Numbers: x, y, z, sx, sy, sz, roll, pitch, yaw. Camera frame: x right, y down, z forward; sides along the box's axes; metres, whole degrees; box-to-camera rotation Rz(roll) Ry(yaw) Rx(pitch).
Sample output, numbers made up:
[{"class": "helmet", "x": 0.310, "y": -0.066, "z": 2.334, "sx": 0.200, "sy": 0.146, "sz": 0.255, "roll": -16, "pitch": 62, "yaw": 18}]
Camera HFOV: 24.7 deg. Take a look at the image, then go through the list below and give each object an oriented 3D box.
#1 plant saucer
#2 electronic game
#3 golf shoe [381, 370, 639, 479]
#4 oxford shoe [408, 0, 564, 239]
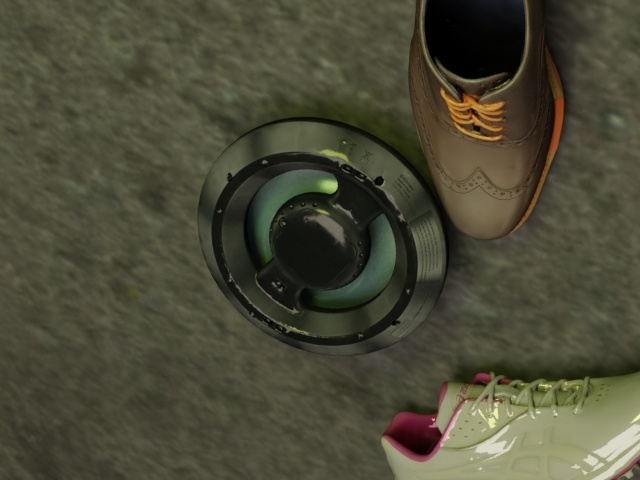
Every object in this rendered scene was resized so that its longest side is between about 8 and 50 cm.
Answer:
[{"class": "plant saucer", "x": 0.000, "y": 0.001, "z": 1.327, "sx": 0.195, "sy": 0.037, "sz": 0.195, "roll": 9, "pitch": 119, "yaw": 16}, {"class": "electronic game", "x": 0.000, "y": 0.000, "z": 1.274, "sx": 0.229, "sy": 0.048, "sz": 0.229, "roll": 9, "pitch": 119, "yaw": 17}, {"class": "golf shoe", "x": 0.183, "y": 0.171, "z": 1.309, "sx": 0.306, "sy": 0.115, "sz": 0.140, "roll": -32, "pitch": 99, "yaw": 30}, {"class": "oxford shoe", "x": 0.117, "y": -0.127, "z": 1.138, "sx": 0.130, "sy": 0.132, "sz": 0.363, "roll": 6, "pitch": 131, "yaw": 16}]
